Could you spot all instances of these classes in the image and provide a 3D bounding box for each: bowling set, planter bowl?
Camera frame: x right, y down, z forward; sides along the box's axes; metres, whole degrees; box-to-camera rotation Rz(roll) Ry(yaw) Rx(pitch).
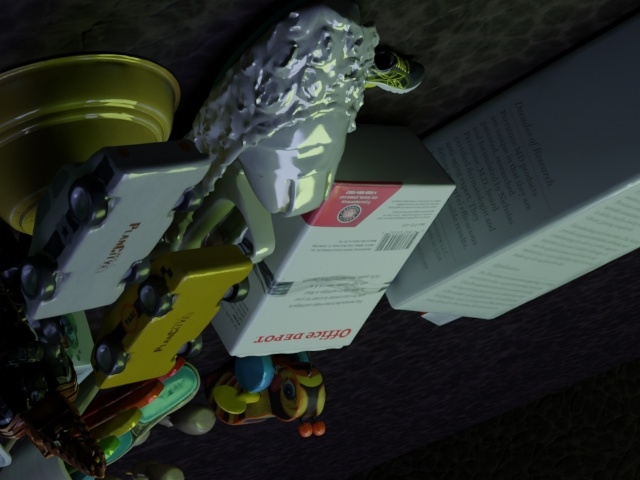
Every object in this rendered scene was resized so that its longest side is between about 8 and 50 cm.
[{"bbox_3d":[-0.304,0.349,1.986,0.287,0.200,0.154,1,177,-31],"label":"bowling set"},{"bbox_3d":[-0.210,-0.061,1.095,0.217,0.090,0.217,-17,162,-6],"label":"planter bowl"}]

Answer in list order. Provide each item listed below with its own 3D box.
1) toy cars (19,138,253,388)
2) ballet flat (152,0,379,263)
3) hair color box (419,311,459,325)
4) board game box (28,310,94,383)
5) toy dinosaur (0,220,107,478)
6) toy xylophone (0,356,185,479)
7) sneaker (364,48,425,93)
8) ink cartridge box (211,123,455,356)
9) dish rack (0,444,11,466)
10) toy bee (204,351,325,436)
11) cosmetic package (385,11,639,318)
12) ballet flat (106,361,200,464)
[{"bbox_3d":[-0.157,0.012,1.084,0.176,0.087,0.394,-29,158,-6],"label":"toy cars"},{"bbox_3d":[-0.056,-0.059,1.179,0.147,0.147,0.409,-5,157,-34],"label":"ballet flat"},{"bbox_3d":[0.228,0.066,1.927,0.167,0.053,0.093,-23,160,16],"label":"hair color box"},{"bbox_3d":[-0.439,0.160,1.495,0.303,0.098,0.224,-7,157,-36],"label":"board game box"},{"bbox_3d":[-0.287,0.111,1.244,0.322,0.164,0.218,16,142,29],"label":"toy dinosaur"},{"bbox_3d":[-0.315,0.242,1.682,0.236,0.081,0.323,-27,-161,40],"label":"toy xylophone"},{"bbox_3d":[0.064,-0.154,1.181,0.083,0.031,0.035,-6,157,-34],"label":"sneaker"},{"bbox_3d":[0.000,0.000,1.339,0.172,0.100,0.237,-1,134,-41],"label":"ink cartridge box"},{"bbox_3d":[-0.458,0.143,1.168,0.285,0.072,0.333,10,150,18],"label":"dish rack"},{"bbox_3d":[-0.064,0.224,1.933,0.195,0.162,0.298,-8,159,-23],"label":"toy bee"},{"bbox_3d":[0.285,-0.081,1.392,0.453,0.162,0.230,-29,159,29],"label":"cosmetic package"},{"bbox_3d":[-0.283,0.251,1.868,0.248,0.086,0.086,-30,167,-25],"label":"ballet flat"}]
